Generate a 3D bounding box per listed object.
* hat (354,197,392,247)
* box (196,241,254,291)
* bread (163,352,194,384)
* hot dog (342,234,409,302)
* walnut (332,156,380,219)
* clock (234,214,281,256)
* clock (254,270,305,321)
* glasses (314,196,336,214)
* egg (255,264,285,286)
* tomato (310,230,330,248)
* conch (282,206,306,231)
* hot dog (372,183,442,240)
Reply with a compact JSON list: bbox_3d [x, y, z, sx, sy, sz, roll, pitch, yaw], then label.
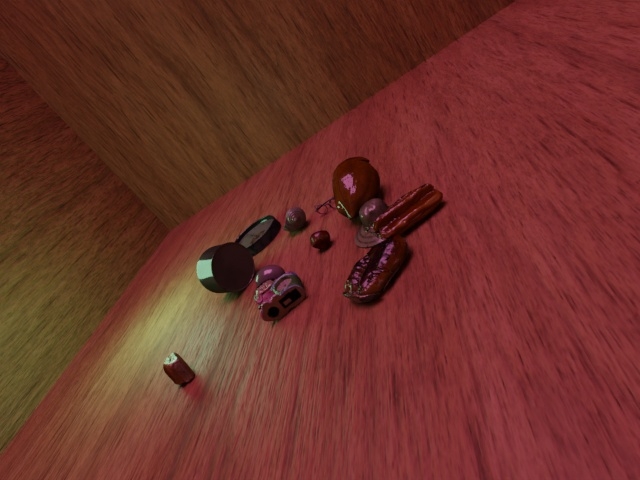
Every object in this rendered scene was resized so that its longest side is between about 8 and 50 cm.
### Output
[{"bbox_3d":[0.205,-0.096,1.587,0.251,0.110,0.252,-32,24,16],"label":"hat"},{"bbox_3d":[-0.438,0.128,1.966,0.149,0.226,0.226,-11,35,47],"label":"box"},{"bbox_3d":[-0.545,0.490,1.616,0.082,0.106,0.125,-46,22,-20],"label":"bread"},{"bbox_3d":[0.172,0.086,1.340,0.162,0.082,0.270,-4,41,55],"label":"hot dog"},{"bbox_3d":[0.146,-0.209,1.783,0.208,0.209,0.337,-24,40,31],"label":"walnut"},{"bbox_3d":[-0.354,-0.018,2.322,0.312,0.061,0.313,-31,25,16],"label":"clock"},{"bbox_3d":[-0.158,0.196,1.601,0.194,0.100,0.195,-36,25,-4],"label":"clock"},{"bbox_3d":[0.044,-0.190,2.053,0.139,0.063,0.104,-25,25,27],"label":"glasses"},{"bbox_3d":[-0.204,0.151,1.736,0.134,0.103,0.103,-23,27,22],"label":"egg"},{"bbox_3d":[0.000,0.000,1.748,0.087,0.087,0.075,-23,71,32],"label":"tomato"},{"bbox_3d":[-0.127,-0.095,2.082,0.135,0.102,0.153,-51,-9,-2],"label":"conch"},{"bbox_3d":[0.296,-0.098,1.468,0.268,0.115,0.072,-35,-19,1],"label":"hot dog"}]
